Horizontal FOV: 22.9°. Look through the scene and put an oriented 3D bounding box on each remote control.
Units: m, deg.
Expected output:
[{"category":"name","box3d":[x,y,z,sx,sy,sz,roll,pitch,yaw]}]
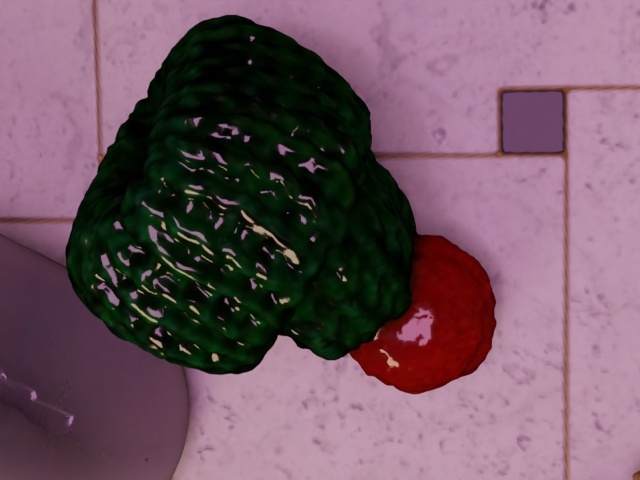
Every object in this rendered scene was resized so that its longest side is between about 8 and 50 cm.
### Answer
[{"category":"remote control","box3d":[-0.260,0.115,1.252,0.332,0.103,0.221,29,86,-16]}]

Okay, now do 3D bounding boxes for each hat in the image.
[{"category":"hat","box3d":[0.000,0.000,1.166,0.332,0.274,0.242,30,135,-17]}]

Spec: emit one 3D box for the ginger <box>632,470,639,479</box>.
[{"category":"ginger","box3d":[0.209,0.280,1.248,0.299,0.065,0.118,-38,93,9]}]
